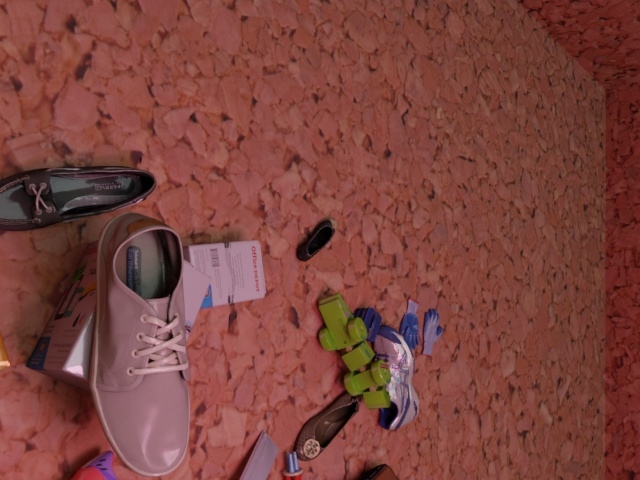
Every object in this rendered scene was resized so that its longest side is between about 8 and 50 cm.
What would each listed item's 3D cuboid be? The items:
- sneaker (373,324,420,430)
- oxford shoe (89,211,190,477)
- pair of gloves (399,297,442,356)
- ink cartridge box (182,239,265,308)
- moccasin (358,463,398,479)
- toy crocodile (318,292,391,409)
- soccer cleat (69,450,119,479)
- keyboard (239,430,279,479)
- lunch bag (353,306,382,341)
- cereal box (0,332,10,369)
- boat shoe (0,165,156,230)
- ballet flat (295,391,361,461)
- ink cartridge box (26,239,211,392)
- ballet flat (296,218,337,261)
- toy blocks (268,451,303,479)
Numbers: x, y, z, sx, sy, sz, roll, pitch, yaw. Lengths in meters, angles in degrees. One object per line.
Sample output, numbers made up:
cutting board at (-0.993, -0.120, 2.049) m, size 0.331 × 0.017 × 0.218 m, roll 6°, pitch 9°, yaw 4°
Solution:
sneaker at (0.196, 0.390, 1.724) m, size 0.130 × 0.111 × 0.297 m, roll -20°, pitch 96°, yaw -42°
oxford shoe at (-0.288, 0.171, 1.022) m, size 0.169 × 0.130 × 0.450 m, roll -2°, pitch 85°, yaw -44°
pair of gloves at (0.319, 0.277, 1.918) m, size 0.198 × 0.023 × 0.160 m, roll 26°, pitch 66°, yaw -37°
ink cartridge box at (-0.229, 0.076, 1.394) m, size 0.190 × 0.082 × 0.140 m, roll -5°, pitch 88°, yaw -45°
moccasin at (0.078, 0.717, 1.541) m, size 0.380 × 0.139 × 0.147 m, roll -16°, pitch 68°, yaw -51°
toy crocodile at (0.096, 0.297, 1.625) m, size 0.341 × 0.115 × 0.105 m, roll 62°, pitch 25°, yaw -1°
soccer cleat at (-0.363, 0.553, 1.183) m, size 0.116 × 0.108 × 0.318 m, roll -47°, pitch 112°, yaw -41°
keyboard at (-0.157, 0.552, 1.385) m, size 0.072 × 0.014 × 0.256 m, roll 63°, pitch 31°, yaw -23°
lunch bag at (0.130, 0.234, 1.717) m, size 0.067 × 0.065 × 0.099 m, roll 39°, pitch 60°, yaw -32°
cereal box at (-0.659, 0.170, 1.000) m, size 0.240 × 0.047 × 0.173 m, roll -20°, pitch 97°, yaw -43°
boat shoe at (-0.476, -0.094, 1.179) m, size 0.335 × 0.095 × 0.112 m, roll -16°, pitch 95°, yaw -43°
ballet flat at (0.029, 0.478, 1.589) m, size 0.249 × 0.058 × 0.084 m, roll -33°, pitch 105°, yaw -41°
ink cartridge box at (-0.377, 0.152, 1.165) m, size 0.197 × 0.198 × 0.270 m, roll 36°, pitch 60°, yaw -33°
ballet flat at (0.000, 0.000, 1.643) m, size 0.173 × 0.049 × 0.058 m, roll -48°, pitch 116°, yaw -37°
toy blocks at (-0.090, 0.592, 1.463) m, size 0.123 × 0.054 × 0.148 m, roll -3°, pitch 86°, yaw -44°
